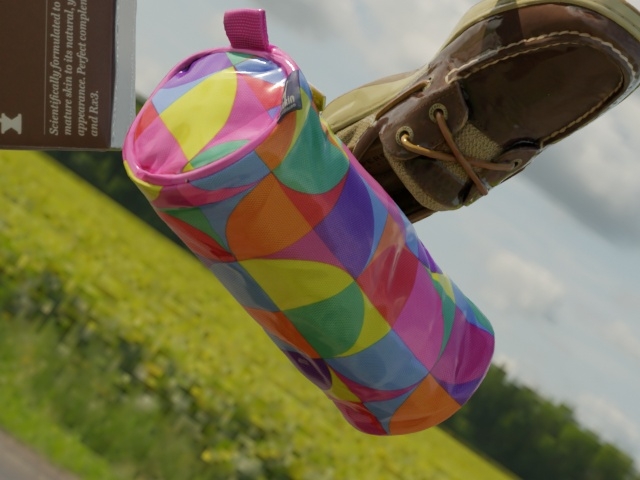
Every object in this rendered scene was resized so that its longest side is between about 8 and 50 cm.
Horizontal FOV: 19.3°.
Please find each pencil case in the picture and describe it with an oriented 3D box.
[{"bbox_3d":[0.000,0.000,0.945,0.104,0.104,0.236,32,-17,48],"label":"pencil case"}]

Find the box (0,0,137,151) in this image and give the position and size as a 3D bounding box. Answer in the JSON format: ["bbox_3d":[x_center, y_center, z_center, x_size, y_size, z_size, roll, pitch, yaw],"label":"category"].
[{"bbox_3d":[-0.239,-0.176,1.701,0.143,0.191,0.381,2,3,-1],"label":"box"}]

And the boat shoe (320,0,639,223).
[{"bbox_3d":[0.099,-0.071,1.333,0.123,0.123,0.342,37,-34,-25],"label":"boat shoe"}]
